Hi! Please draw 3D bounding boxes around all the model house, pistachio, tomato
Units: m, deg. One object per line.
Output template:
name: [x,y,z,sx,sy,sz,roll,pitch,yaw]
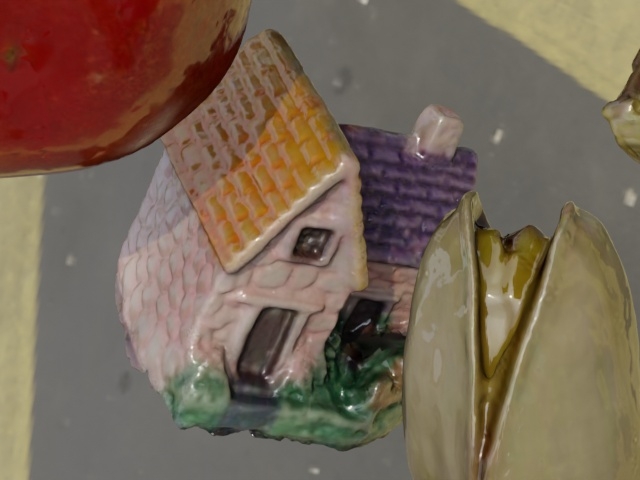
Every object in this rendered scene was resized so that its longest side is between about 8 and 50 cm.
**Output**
model house: [0.000,0.000,1.057,0.237,0.237,0.202,-66,27,27]
pistachio: [0.102,0.077,0.738,0.130,0.131,0.206,1,105,18]
tomato: [-0.197,-0.202,0.876,0.289,0.325,0.293,-103,24,-48]

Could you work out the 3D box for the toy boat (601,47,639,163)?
toy boat: [0.232,-0.151,0.728,0.089,0.121,0.321,5,44,42]
